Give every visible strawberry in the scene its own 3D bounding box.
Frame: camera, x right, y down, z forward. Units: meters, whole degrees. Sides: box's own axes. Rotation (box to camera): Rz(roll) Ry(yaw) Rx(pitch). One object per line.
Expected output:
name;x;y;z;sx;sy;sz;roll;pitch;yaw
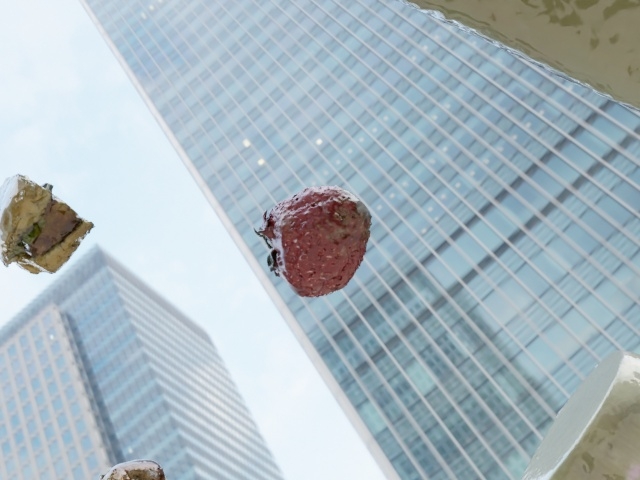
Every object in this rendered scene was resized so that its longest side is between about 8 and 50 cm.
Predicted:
strawberry;0.001;0.000;0.818;0.106;0.106;0.106;-15;-52;-20

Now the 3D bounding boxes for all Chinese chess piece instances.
Chinese chess piece;0.363;0.271;1.181;0.273;0.102;0.273;-53;-10;-14

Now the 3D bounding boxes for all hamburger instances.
hamburger;-0.406;-0.022;1.258;0.124;0.262;0.131;39;-99;-19

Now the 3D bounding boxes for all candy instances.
candy;0.198;-0.214;0.686;0.179;0.320;0.135;-65;-18;15

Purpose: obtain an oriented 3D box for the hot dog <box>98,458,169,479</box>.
hot dog;-0.205;0.337;1.000;0.131;0.253;0.069;26;-70;-9
